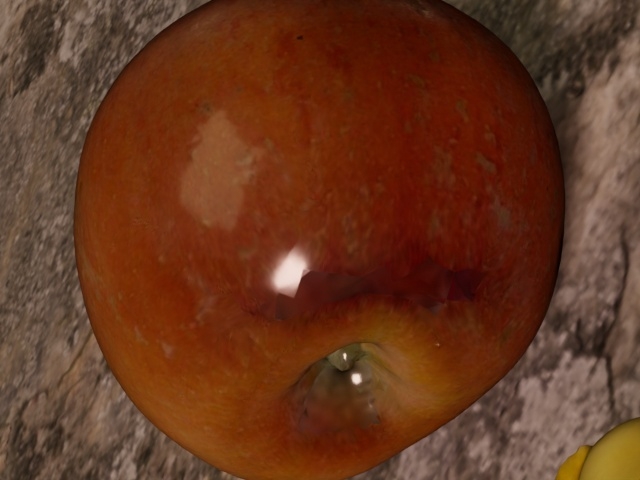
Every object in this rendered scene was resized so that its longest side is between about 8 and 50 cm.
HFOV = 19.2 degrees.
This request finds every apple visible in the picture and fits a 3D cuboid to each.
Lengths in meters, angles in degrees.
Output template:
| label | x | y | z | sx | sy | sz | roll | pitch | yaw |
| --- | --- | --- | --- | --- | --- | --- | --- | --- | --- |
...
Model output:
| label | x | y | z | sx | sy | sz | roll | pitch | yaw |
| --- | --- | --- | --- | --- | --- | --- | --- | --- | --- |
| apple | 0.000 | 0.000 | 0.944 | 0.253 | 0.253 | 0.253 | -36 | 40 | 39 |

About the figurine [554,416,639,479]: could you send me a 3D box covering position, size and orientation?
| label | x | y | z | sx | sy | sz | roll | pitch | yaw |
| --- | --- | --- | --- | --- | --- | --- | --- | --- | --- |
| figurine | 0.131 | 0.158 | 0.724 | 0.246 | 0.131 | 0.156 | -47 | 69 | 25 |
